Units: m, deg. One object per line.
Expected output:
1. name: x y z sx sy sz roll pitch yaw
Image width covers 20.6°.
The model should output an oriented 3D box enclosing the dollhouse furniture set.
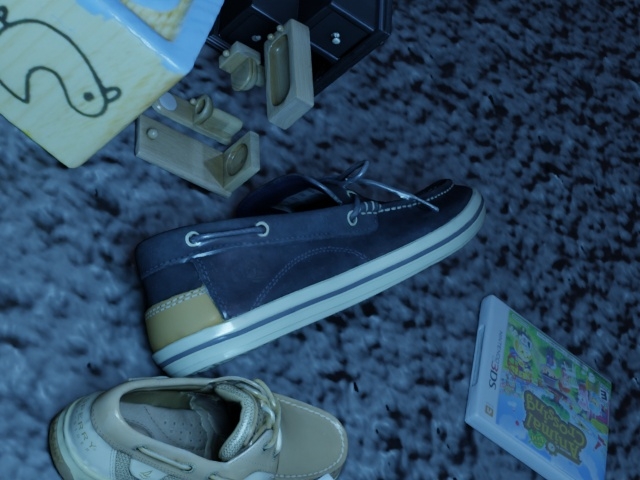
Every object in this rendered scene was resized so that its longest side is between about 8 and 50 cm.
1. dollhouse furniture set: -0.104 -0.160 1.876 0.123 0.151 0.144 24 45 -32

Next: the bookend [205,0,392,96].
1. bookend: -0.026 -0.255 2.022 0.156 0.157 0.072 30 44 -29

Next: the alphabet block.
1. alphabet block: -0.232 -0.226 1.755 0.192 0.197 0.193 40 40 -17

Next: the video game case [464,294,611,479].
1. video game case: 0.264 0.191 2.100 0.212 0.023 0.193 36 42 -22

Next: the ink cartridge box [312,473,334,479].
1. ink cartridge box: -0.068 0.416 1.470 0.395 0.166 0.285 -30 88 -52

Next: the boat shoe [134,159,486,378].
1. boat shoe: 0.000 0.000 1.844 0.500 0.187 0.156 -22 85 -46

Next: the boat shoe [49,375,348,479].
1. boat shoe: -0.087 0.189 1.667 0.341 0.110 0.121 5 59 -44
